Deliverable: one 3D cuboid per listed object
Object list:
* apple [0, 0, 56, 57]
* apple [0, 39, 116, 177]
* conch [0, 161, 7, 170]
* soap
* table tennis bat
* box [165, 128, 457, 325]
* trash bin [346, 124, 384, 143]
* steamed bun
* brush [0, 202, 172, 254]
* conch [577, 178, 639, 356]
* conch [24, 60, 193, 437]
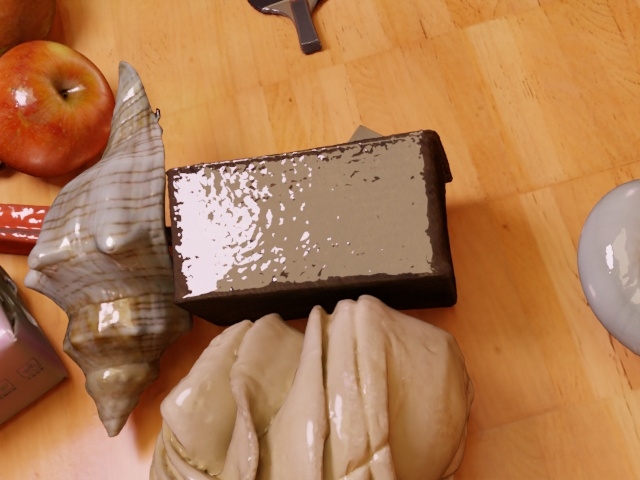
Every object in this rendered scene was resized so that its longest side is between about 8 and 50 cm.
[{"bbox_3d":[-0.434,-0.318,1.295,0.196,0.196,0.196,-5,60,9],"label":"apple"},{"bbox_3d":[-0.330,-0.155,1.203,0.139,0.163,0.163,-29,47,45],"label":"apple"},{"bbox_3d":[-0.507,-0.140,1.269,0.255,0.127,0.158,32,40,3],"label":"conch"},{"bbox_3d":[-0.408,0.118,1.071,0.199,0.138,0.182,-35,59,-8],"label":"soap"},{"bbox_3d":[-0.036,-0.329,1.313,0.130,0.019,0.220,-17,58,4],"label":"table tennis bat"},{"bbox_3d":[0.000,-0.002,1.014,0.273,0.184,0.143,-7,77,10],"label":"box"},{"bbox_3d":[0.071,-0.084,1.138,0.092,0.043,0.061,25,69,22],"label":"trash bin"},{"bbox_3d":[-0.014,0.175,0.883,0.289,0.203,0.276,-24,39,16],"label":"steamed bun"},{"bbox_3d":[-0.317,-0.008,1.164,0.323,0.070,0.051,2,66,12],"label":"brush"},{"bbox_3d":[0.347,0.041,0.963,0.185,0.121,0.221,-24,66,-6],"label":"conch"},{"bbox_3d":[-0.220,0.004,1.029,0.169,0.203,0.386,-11,90,-30],"label":"conch"}]
